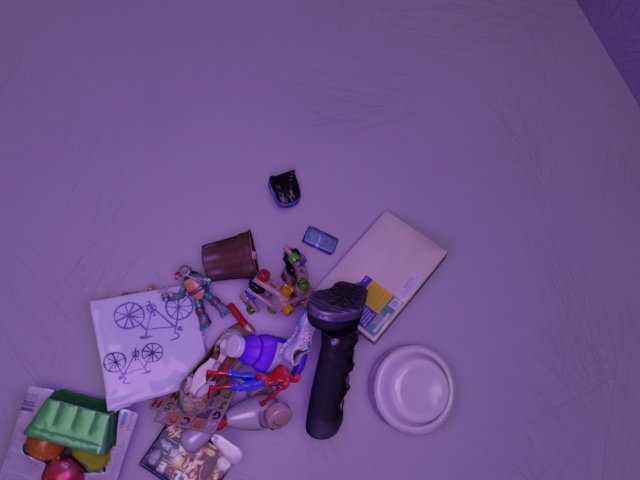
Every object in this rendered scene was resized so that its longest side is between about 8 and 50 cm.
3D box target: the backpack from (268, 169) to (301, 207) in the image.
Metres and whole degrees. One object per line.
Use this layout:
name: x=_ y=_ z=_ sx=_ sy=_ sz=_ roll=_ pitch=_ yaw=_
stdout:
backpack: x=-0.122 y=-0.173 z=1.710 sx=0.104 sy=0.084 sz=0.115 roll=-18 pitch=77 yaw=-12

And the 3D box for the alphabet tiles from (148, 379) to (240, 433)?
alphabet tiles: x=-0.392 y=0.487 z=1.493 sx=0.236 sy=0.009 sz=0.198 roll=6 pitch=33 yaw=13

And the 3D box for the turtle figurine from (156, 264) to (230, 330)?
turtle figurine: x=-0.393 y=0.157 z=1.531 sx=0.175 sy=0.118 sz=0.234 roll=-30 pitch=101 yaw=24

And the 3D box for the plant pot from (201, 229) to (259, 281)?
plant pot: x=-0.296 y=0.062 z=1.604 sx=0.165 sy=0.167 sz=0.167 roll=-12 pitch=81 yaw=-3

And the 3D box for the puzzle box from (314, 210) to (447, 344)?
puzzle box: x=0.205 y=0.117 z=1.674 sx=0.272 sy=0.052 sz=0.409 roll=37 pitch=74 yaw=22

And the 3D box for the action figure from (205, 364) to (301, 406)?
action figure: x=-0.198 y=0.435 z=1.443 sx=0.280 sy=0.139 sz=0.092 roll=1 pitch=40 yaw=-21

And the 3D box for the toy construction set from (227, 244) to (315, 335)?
toy construction set: x=-0.113 y=0.204 z=1.556 sx=0.308 sy=0.257 sz=0.237 roll=-41 pitch=78 yaw=7

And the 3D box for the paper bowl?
paper bowl: x=0.310 y=0.492 z=1.619 sx=0.283 sy=0.148 sz=0.285 roll=2 pitch=78 yaw=-10

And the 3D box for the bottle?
bottle: x=-0.166 y=0.354 z=1.520 sx=0.282 sy=0.092 sz=0.118 roll=26 pitch=83 yaw=-43

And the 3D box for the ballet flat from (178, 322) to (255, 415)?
ballet flat: x=-0.311 y=0.369 z=1.495 sx=0.123 sy=0.123 sz=0.349 roll=37 pitch=54 yaw=-1

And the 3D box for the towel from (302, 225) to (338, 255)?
towel: x=0.000 y=0.000 z=1.725 sx=0.119 sy=0.029 sz=0.067 roll=25 pitch=76 yaw=-3

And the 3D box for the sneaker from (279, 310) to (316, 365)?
sneaker: x=-0.045 y=0.296 z=1.476 sx=0.071 sy=0.083 sz=0.191 roll=31 pitch=88 yaw=-36

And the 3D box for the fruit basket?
fruit basket: x=-0.745 y=0.634 z=1.435 sx=0.326 sy=0.165 sz=0.354 roll=16 pitch=92 yaw=-5

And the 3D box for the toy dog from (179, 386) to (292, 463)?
toy dog: x=-0.252 y=0.573 z=1.509 sx=0.333 sy=0.220 sz=0.161 roll=-7 pitch=119 yaw=-6

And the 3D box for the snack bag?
snack bag: x=-0.516 y=0.320 z=1.512 sx=0.322 sy=0.037 sz=0.343 roll=-9 pitch=75 yaw=-28

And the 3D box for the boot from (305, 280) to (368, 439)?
boot: x=0.018 y=0.369 z=1.429 sx=0.146 sy=0.367 sz=0.446 roll=17 pitch=99 yaw=19

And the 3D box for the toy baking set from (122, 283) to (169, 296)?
toy baking set: x=-0.543 y=0.258 z=1.582 sx=0.196 sy=0.030 sz=0.256 roll=-33 pitch=86 yaw=-14

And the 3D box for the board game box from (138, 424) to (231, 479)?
board game box: x=-0.411 y=0.684 z=1.513 sx=0.243 sy=0.042 sz=0.165 roll=34 pitch=76 yaw=-2
